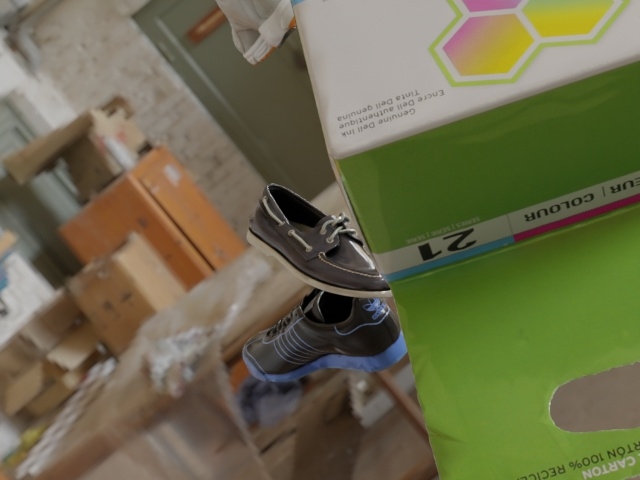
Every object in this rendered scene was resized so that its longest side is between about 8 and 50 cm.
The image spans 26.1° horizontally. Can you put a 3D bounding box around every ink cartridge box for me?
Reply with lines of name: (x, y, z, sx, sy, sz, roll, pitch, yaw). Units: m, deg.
ink cartridge box: (0.102, -0.036, 0.570, 0.188, 0.097, 0.255, -18, 48, 6)

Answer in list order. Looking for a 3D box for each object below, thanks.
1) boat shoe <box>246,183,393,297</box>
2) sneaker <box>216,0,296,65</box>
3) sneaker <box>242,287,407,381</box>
boat shoe: (0.000, 0.000, 1.368, 0.075, 0.065, 0.206, -3, 22, -41)
sneaker: (-0.083, -0.295, 1.695, 0.099, 0.121, 0.262, -52, 9, -9)
sneaker: (-0.009, 0.095, 1.514, 0.232, 0.090, 0.081, -11, 29, 41)
